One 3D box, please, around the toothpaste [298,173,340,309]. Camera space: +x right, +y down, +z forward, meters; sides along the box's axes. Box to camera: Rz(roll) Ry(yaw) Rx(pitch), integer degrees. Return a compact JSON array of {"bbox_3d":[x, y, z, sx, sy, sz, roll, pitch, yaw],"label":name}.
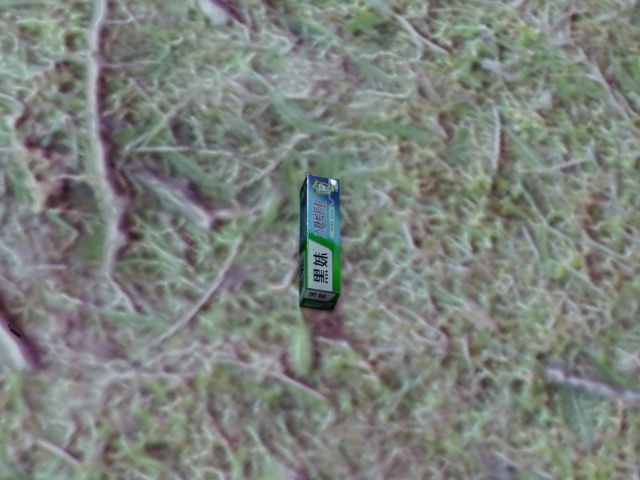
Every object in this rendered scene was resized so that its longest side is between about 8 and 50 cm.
[{"bbox_3d":[0.000,0.000,1.060,0.020,0.017,0.083,10,48,-11],"label":"toothpaste"}]
